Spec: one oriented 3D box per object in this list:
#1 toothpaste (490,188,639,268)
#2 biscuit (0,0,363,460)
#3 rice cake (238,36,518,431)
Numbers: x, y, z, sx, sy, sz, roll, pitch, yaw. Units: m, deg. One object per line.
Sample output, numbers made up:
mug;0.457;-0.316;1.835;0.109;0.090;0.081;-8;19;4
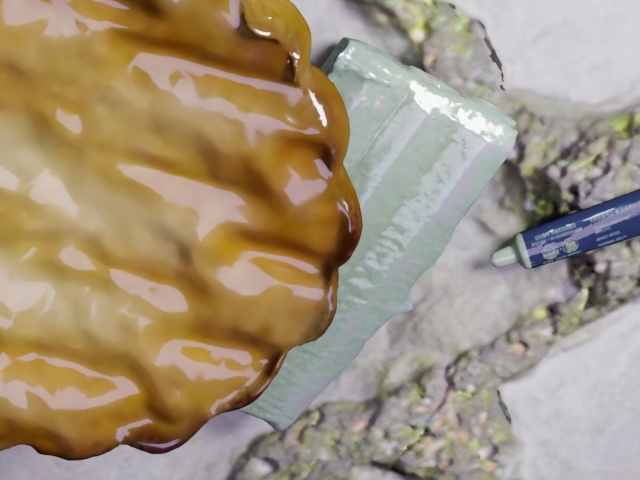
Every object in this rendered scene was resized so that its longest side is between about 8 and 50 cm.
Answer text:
toothpaste;0.165;-0.009;1.080;0.140;0.021;0.037;-18;119;3
biscuit;-0.140;-0.036;0.958;0.326;0.107;0.325;0;117;0
rice cake;0.000;0.000;1.055;0.127;0.043;0.237;28;114;-20
